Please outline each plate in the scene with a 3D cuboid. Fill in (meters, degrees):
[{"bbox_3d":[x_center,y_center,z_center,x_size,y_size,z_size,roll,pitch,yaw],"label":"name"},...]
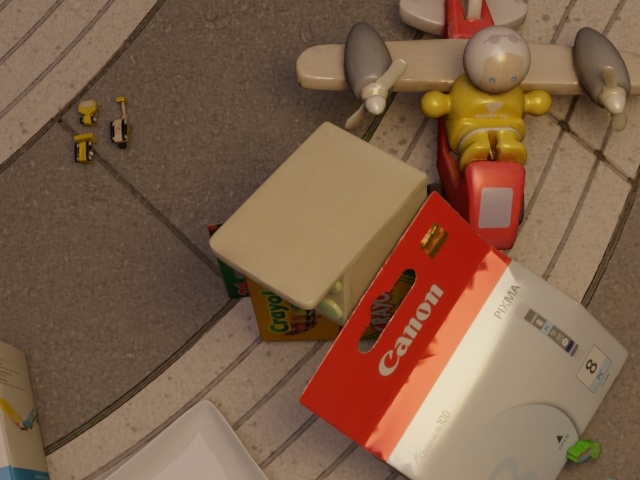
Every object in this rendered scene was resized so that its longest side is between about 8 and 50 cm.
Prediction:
[{"bbox_3d":[-0.176,0.405,1.525,0.278,0.045,0.277,-39,77,-6],"label":"plate"}]

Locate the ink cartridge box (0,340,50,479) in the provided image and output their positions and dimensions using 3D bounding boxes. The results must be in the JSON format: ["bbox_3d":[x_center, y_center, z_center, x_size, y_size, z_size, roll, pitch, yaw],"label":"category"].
[{"bbox_3d":[-0.480,0.266,1.522,0.171,0.168,0.233,-15,75,0],"label":"ink cartridge box"}]

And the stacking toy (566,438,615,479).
[{"bbox_3d":[0.330,0.343,1.390,0.221,0.052,0.167,-33,35,-27],"label":"stacking toy"}]

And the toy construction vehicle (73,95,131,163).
[{"bbox_3d":[-0.325,-0.165,1.693,0.086,0.035,0.098,-10,72,13],"label":"toy construction vehicle"}]

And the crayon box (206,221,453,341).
[{"bbox_3d":[0.017,0.055,1.514,0.318,0.202,0.081,-2,57,6],"label":"crayon box"}]

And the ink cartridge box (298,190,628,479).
[{"bbox_3d":[0.194,0.169,1.406,0.091,0.385,0.308,22,75,52],"label":"ink cartridge box"}]

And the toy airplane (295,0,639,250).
[{"bbox_3d":[0.220,-0.227,1.533,0.384,0.272,0.386,44,75,9],"label":"toy airplane"}]

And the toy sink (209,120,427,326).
[{"bbox_3d":[0.000,0.000,1.354,0.153,0.131,0.234,29,60,22],"label":"toy sink"}]
